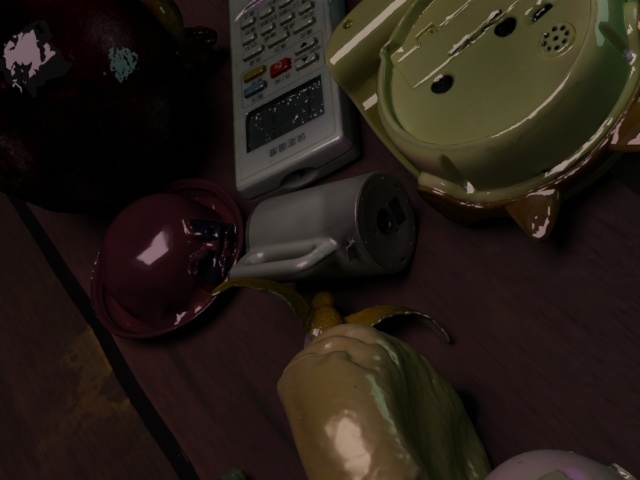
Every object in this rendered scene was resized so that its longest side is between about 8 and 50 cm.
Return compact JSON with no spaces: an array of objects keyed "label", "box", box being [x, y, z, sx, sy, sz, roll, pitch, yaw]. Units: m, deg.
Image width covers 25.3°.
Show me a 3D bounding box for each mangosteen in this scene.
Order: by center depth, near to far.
[{"label":"mangosteen","box":[-0.281,-0.178,1.608,0.297,0.297,0.293,24,81,46]}]

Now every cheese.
[{"label":"cheese","box":[0.056,0.178,1.134,0.117,0.214,0.226,-31,39,14]}]

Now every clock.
[{"label":"clock","box":[0.176,-0.159,1.333,0.286,0.117,0.348,-40,44,11]}]

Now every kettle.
[{"label":"kettle","box":[0.004,0.002,1.380,0.148,0.098,0.127,-9,54,37]}]

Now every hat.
[{"label":"hat","box":[-0.176,0.012,1.529,0.205,0.089,0.205,-21,50,27]}]

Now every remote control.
[{"label":"remote control","box":[-0.035,-0.202,1.589,0.145,0.050,0.344,-26,48,24]}]

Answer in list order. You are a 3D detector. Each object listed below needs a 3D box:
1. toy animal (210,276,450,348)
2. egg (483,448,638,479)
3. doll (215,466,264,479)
[{"label":"toy animal","box":[-0.005,0.091,1.336,0.155,0.219,0.095,163,119,-79]},{"label":"egg","box":[0.175,0.247,1.009,0.183,0.183,0.217,-32,35,18]},{"label":"doll","box":[-0.109,0.274,1.310,0.115,0.077,0.150,22,65,35]}]
